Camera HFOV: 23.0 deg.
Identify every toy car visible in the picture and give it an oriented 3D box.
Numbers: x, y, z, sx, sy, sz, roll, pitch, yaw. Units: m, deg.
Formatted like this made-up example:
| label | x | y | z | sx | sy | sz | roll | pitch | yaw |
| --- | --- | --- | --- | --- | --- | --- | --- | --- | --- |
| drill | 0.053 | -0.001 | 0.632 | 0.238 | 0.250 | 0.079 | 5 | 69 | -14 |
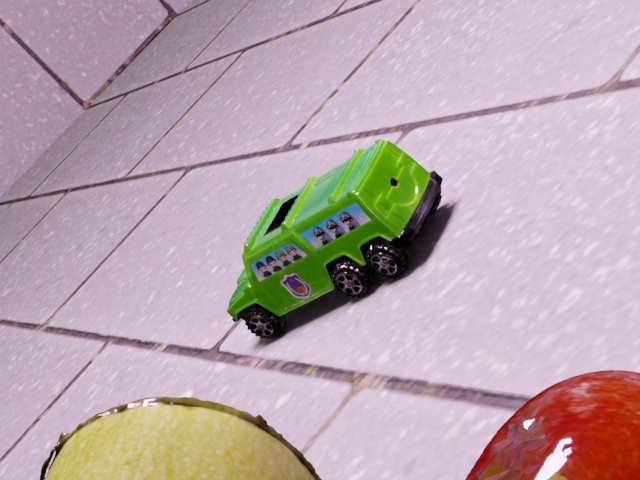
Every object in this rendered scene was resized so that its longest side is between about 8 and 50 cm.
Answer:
| label | x | y | z | sx | sy | sz | roll | pitch | yaw |
| --- | --- | --- | --- | --- | --- | --- | --- | --- | --- |
| toy car | 0.000 | 0.000 | 0.958 | 0.165 | 0.062 | 0.071 | -29 | 22 | 43 |

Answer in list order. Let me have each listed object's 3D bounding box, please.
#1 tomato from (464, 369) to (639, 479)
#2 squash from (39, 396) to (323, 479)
| label | x | y | z | sx | sy | sz | roll | pitch | yaw |
| --- | --- | --- | --- | --- | --- | --- | --- | --- | --- |
| tomato | 0.078 | 0.096 | 0.473 | 0.139 | 0.091 | 0.159 | -47 | 14 | -14 |
| squash | -0.068 | 0.175 | 0.569 | 0.132 | 0.132 | 0.247 | -37 | 19 | 22 |
